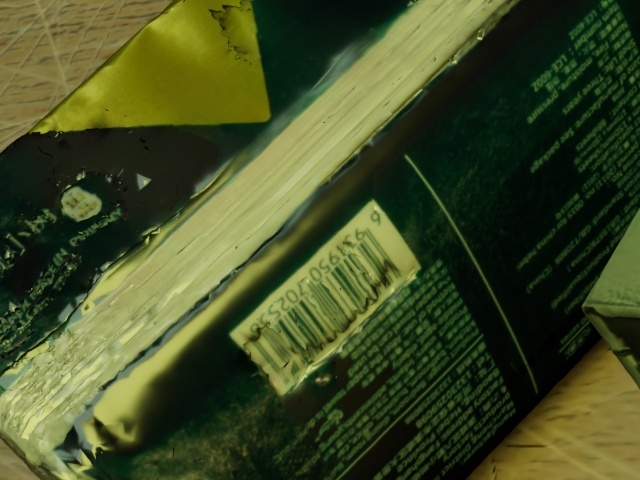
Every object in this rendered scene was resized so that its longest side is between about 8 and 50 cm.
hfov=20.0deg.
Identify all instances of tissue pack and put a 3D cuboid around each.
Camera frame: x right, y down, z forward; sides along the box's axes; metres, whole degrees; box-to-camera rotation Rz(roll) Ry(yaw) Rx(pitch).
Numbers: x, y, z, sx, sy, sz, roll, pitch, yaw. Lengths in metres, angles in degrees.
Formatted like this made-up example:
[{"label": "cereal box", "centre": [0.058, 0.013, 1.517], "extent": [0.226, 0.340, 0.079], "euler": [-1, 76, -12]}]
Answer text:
[{"label": "tissue pack", "centre": [0.000, 0.000, 1.038], "extent": [0.416, 0.264, 0.253], "euler": [-44, 44, -11]}]

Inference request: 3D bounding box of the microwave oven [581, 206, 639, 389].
[{"label": "microwave oven", "centre": [0.291, 0.051, 0.788], "extent": [0.181, 0.295, 0.237], "euler": [3, 51, 46]}]
